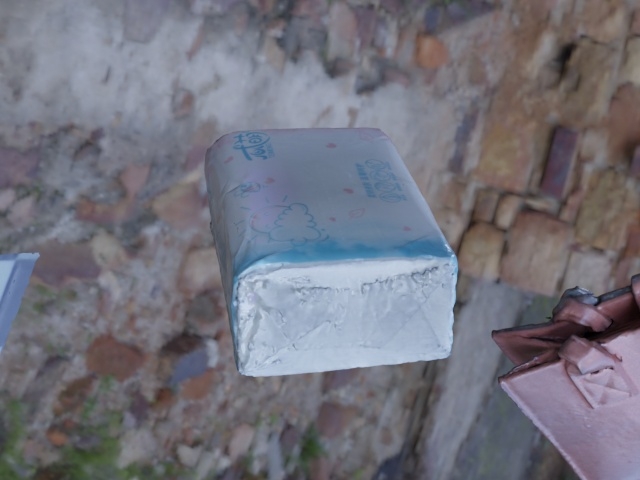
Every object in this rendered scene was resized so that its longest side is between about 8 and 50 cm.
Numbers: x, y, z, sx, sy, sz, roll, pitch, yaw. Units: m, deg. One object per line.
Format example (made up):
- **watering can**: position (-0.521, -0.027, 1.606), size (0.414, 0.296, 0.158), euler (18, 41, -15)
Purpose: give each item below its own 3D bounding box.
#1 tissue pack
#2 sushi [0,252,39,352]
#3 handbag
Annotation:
- **tissue pack**: position (0.002, 0.000, 1.057), size (0.271, 0.201, 0.124), euler (-110, -158, -59)
- **sushi**: position (-0.347, 0.145, 0.599), size (0.359, 0.064, 0.343), euler (-3, 121, -62)
- **handbag**: position (0.223, 0.070, 0.651), size (0.157, 0.212, 0.059), euler (47, 32, -39)
